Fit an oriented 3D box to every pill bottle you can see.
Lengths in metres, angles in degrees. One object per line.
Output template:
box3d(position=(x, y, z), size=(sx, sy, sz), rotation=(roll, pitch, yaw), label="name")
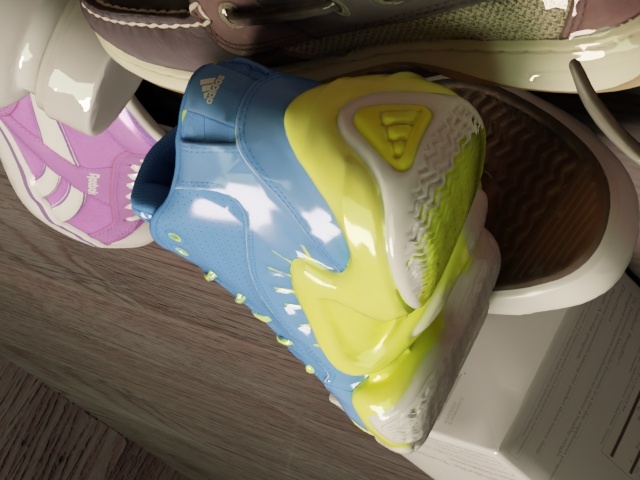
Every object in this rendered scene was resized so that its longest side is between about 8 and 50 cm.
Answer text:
box3d(position=(-0.183, -0.136, 0.775), size=(0.208, 0.117, 0.117), rotation=(27, 165, 4), label="pill bottle")

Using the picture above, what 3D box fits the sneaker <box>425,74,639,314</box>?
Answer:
box3d(position=(0.071, -0.018, 0.790), size=(0.123, 0.106, 0.290), rotation=(23, 176, -35), label="sneaker")

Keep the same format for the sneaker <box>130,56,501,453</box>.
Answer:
box3d(position=(0.000, 0.000, 0.615), size=(0.126, 0.091, 0.240), rotation=(22, 153, 14), label="sneaker")

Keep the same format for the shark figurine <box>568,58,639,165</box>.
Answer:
box3d(position=(0.174, -0.053, 0.374), size=(0.166, 0.116, 0.278), rotation=(62, 159, 24), label="shark figurine")

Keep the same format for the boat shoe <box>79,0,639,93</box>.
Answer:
box3d(position=(0.008, -0.111, 0.568), size=(0.285, 0.103, 0.092), rotation=(9, 151, 42), label="boat shoe")

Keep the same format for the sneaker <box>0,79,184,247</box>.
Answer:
box3d(position=(-0.109, -0.055, 0.953), size=(0.161, 0.102, 0.282), rotation=(18, 162, 23), label="sneaker")

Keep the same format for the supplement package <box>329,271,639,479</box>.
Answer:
box3d(position=(0.148, 0.107, 0.963), size=(0.139, 0.134, 0.244), rotation=(12, 159, 47), label="supplement package")
